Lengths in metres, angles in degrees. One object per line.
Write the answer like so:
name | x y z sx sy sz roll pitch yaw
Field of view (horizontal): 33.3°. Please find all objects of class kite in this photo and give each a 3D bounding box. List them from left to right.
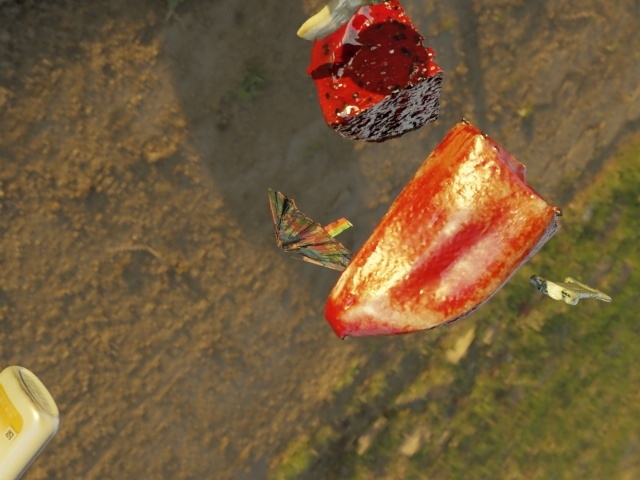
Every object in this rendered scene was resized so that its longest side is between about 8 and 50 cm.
kite | 0.000 0.000 1.608 0.183 0.241 0.014 -27 -150 55

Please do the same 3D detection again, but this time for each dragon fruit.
dragon fruit | 0.135 -0.368 2.085 0.302 0.240 0.330 9 71 -57

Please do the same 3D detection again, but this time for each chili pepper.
chili pepper | 0.117 0.015 1.057 0.252 0.136 0.144 -47 123 -2

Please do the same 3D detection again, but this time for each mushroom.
mushroom | 0.038 -0.397 1.859 0.202 0.054 0.059 -27 140 36

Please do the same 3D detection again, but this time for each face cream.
face cream | -0.505 0.328 1.588 0.291 0.144 0.071 -49 145 10

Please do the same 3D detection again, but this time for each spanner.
spanner | 0.327 0.066 1.387 0.017 0.071 0.302 -66 159 7
